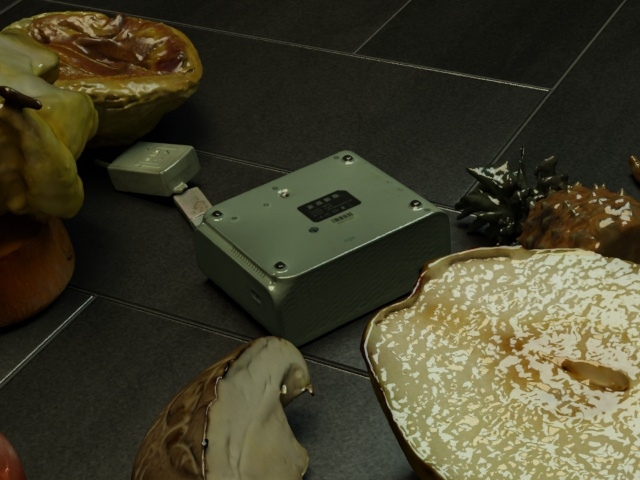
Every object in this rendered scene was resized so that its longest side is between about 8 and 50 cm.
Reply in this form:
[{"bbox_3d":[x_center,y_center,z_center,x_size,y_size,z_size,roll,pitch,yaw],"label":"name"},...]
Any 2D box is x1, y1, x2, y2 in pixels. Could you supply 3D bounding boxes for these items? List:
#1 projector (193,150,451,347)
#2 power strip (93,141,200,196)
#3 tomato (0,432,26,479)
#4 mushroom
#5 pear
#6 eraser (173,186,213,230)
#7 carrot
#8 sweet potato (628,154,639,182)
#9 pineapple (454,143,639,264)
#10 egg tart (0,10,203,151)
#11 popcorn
[{"bbox_3d":[0.000,0.000,1.665,0.250,0.108,0.198,-25,38,-23],"label":"projector"},{"bbox_3d":[-0.246,-0.101,1.895,0.175,0.042,0.075,7,38,36],"label":"power strip"},{"bbox_3d":[-0.372,0.255,1.281,0.184,0.208,0.208,25,46,38],"label":"tomato"},{"bbox_3d":[-0.111,0.213,1.387,0.151,0.156,0.285,-22,26,30],"label":"mushroom"},{"bbox_3d":[0.231,0.179,1.301,0.386,0.191,0.340,25,50,36],"label":"pear"},{"bbox_3d":[-0.163,-0.040,1.824,0.038,0.019,0.083,-21,37,-17],"label":"eraser"},{"bbox_3d":[-0.453,0.003,1.748,0.258,0.100,0.307,-21,36,-25],"label":"carrot"},{"bbox_3d":[0.461,-0.058,1.727,0.050,0.050,0.214,-29,35,-28],"label":"sweet potato"},{"bbox_3d":[0.274,-0.010,1.619,0.169,0.169,0.340,-20,24,-18],"label":"pineapple"},{"bbox_3d":[-0.343,-0.218,1.977,0.352,0.153,0.339,-4,26,-2],"label":"egg tart"},{"bbox_3d":[-0.425,-0.141,1.680,0.297,0.281,0.316,18,35,-18],"label":"popcorn"}]
